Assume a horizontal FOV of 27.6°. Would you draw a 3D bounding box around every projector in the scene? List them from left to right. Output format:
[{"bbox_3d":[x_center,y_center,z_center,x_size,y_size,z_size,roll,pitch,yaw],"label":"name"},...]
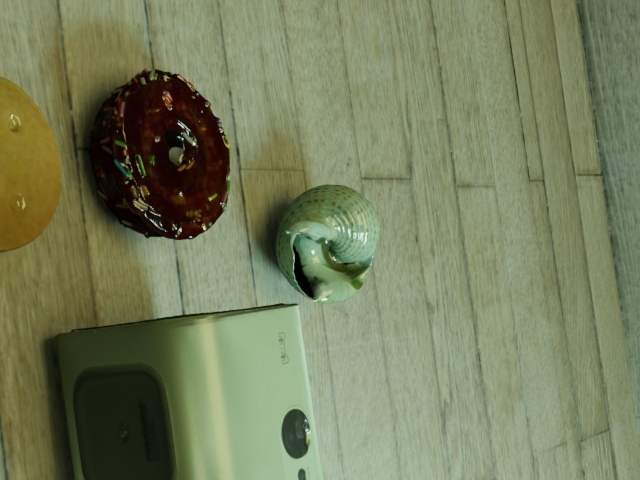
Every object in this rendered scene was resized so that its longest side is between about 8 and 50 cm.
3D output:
[{"bbox_3d":[-0.158,0.213,1.585,0.249,0.248,0.249,-5,86,-56],"label":"projector"}]

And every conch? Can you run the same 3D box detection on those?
[{"bbox_3d":[-0.005,-0.003,1.979,0.200,0.131,0.172,5,106,-40],"label":"conch"}]

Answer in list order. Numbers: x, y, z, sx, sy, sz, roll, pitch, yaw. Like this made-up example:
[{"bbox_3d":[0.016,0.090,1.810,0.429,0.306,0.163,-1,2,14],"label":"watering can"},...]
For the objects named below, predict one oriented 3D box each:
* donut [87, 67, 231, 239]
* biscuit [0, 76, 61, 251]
[{"bbox_3d":[-0.215,-0.111,1.725,0.235,0.089,0.235,17,69,-53],"label":"donut"},{"bbox_3d":[-0.423,-0.095,1.448,0.355,0.052,0.275,13,71,-53],"label":"biscuit"}]
